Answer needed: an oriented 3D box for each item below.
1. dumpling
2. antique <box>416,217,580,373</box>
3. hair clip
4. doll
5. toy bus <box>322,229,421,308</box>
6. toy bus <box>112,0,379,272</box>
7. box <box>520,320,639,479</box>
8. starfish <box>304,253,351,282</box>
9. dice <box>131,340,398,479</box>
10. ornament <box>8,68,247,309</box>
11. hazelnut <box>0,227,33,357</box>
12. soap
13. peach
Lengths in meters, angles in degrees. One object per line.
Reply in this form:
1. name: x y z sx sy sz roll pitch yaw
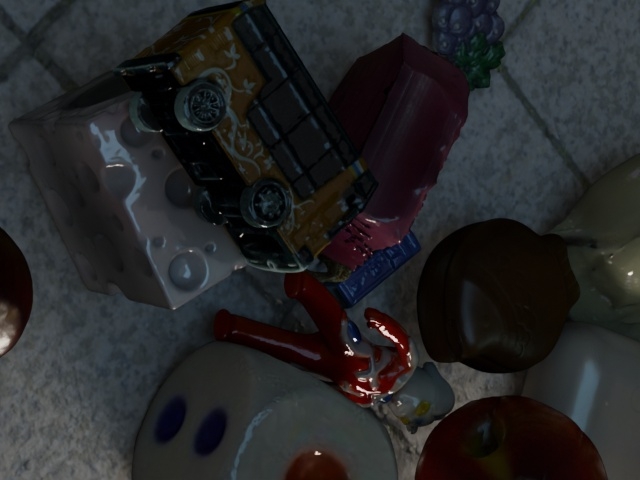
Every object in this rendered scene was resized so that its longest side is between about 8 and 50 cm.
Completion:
1. dumpling: 0.525 0.022 2.193 0.395 0.233 0.315 -23 113 -7
2. antique: 0.244 0.082 2.050 0.278 0.129 0.223 -30 102 -40
3. hair clip: 0.205 -0.304 2.070 0.124 0.052 0.195 -23 114 -19
4. doll: 0.042 0.161 1.935 0.384 0.188 0.099 30 39 -37
5. toy bus: 0.072 0.036 1.995 0.153 0.061 0.051 -38 107 -23
6. toy bus: -0.074 -0.112 1.561 0.167 0.138 0.275 -43 113 -25
7. box: 0.411 0.310 2.184 0.289 0.141 0.348 21 82 -33
8. starfish: 0.004 -0.008 1.905 0.210 0.150 0.053 -9 133 -44
9. dice: -0.070 0.289 1.812 0.259 0.251 0.243 33 74 -30
10. ornament: -0.181 -0.087 1.718 0.240 0.239 0.239 -32 111 -27
11. hazelnut: -0.447 0.053 1.590 0.252 0.217 0.217 -15 103 -7
12. soap: 0.076 -0.125 1.857 0.127 0.220 0.324 39 60 -19
13. peach: 0.279 0.379 1.991 0.281 0.281 0.338 -43 125 -23
